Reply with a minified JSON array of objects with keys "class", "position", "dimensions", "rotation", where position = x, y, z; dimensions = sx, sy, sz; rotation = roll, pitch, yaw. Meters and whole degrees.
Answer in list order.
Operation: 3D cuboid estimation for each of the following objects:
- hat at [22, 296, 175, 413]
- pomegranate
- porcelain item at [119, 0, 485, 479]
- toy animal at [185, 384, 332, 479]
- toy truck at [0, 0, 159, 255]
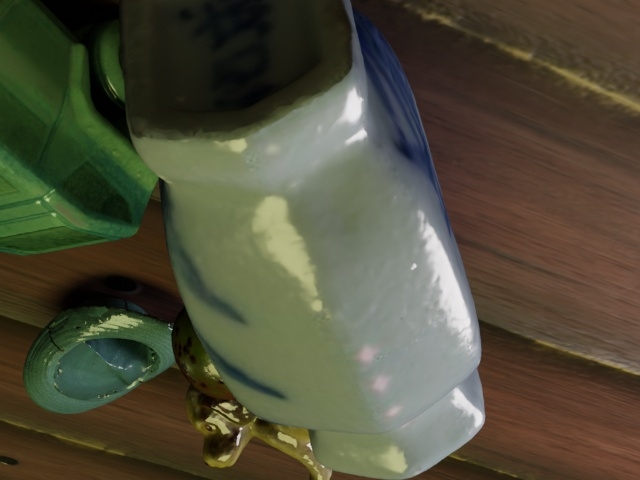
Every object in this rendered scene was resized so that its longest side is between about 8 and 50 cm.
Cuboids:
[{"class":"hat","position":[-0.224,0.104,1.156],"dimensions":[0.191,0.078,0.138],"rotation":[-33,139,25]},{"class":"pomegranate","position":[-0.081,0.084,1.041],"dimensions":[0.130,0.130,0.130],"rotation":[7,149,5]},{"class":"porcelain item","position":[0.000,0.000,0.762],"dimensions":[0.178,0.243,0.405],"rotation":[-17,141,8]},{"class":"toy animal","position":[-0.031,0.185,1.196],"dimensions":[0.233,0.121,0.168],"rotation":[-23,125,38]},{"class":"toy truck","position":[-0.224,-0.109,0.725],"dimensions":[0.155,0.156,0.279],"rotation":[-9,145,28]}]
